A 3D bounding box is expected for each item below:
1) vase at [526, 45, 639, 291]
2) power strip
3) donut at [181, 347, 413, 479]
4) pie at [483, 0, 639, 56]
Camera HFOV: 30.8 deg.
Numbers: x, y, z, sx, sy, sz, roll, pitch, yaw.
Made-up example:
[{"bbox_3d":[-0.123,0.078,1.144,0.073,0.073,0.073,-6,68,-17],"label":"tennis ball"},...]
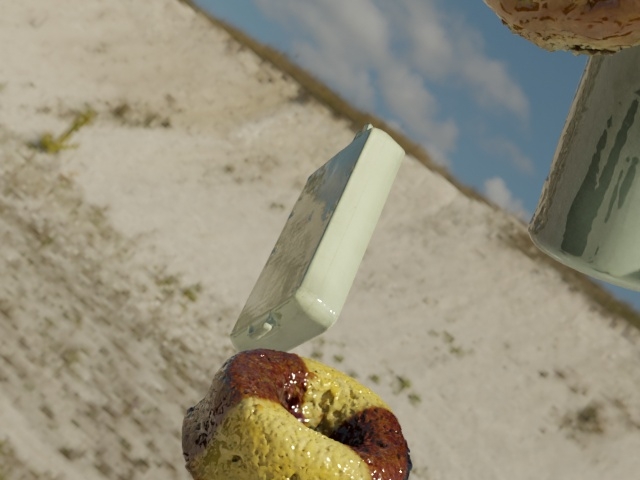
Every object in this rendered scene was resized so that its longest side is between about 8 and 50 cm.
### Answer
[{"bbox_3d":[0.357,-0.104,1.246,0.245,0.291,0.245,16,15,-4],"label":"vase"},{"bbox_3d":[0.000,0.000,1.083,0.046,0.270,0.118,39,-44,-16],"label":"power strip"},{"bbox_3d":[-0.008,0.111,0.628,0.140,0.059,0.140,25,16,-7],"label":"donut"},{"bbox_3d":[0.221,-0.246,0.791,0.085,0.308,0.308,24,6,-44],"label":"pie"}]
